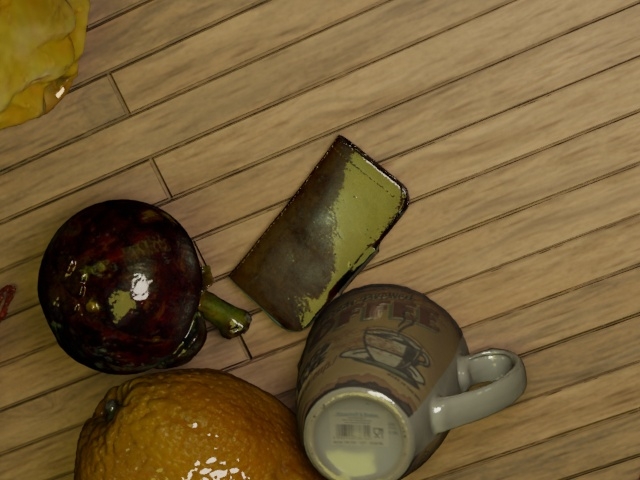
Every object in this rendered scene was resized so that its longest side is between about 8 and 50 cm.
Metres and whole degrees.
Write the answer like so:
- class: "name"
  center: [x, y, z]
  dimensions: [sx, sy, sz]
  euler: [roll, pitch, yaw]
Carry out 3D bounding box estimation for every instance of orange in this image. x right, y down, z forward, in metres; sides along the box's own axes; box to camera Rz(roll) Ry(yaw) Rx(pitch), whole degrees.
- class: "orange"
  center: [-0.151, 0.329, 1.841]
  dimensions: [0.322, 0.322, 0.357]
  euler: [-36, 106, 20]

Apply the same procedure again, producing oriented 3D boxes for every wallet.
- class: "wallet"
  center: [0.000, 0.000, 1.847]
  dimensions: [0.137, 0.031, 0.255]
  euler: [41, 108, 5]

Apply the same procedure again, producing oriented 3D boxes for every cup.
- class: "cup"
  center: [0.108, 0.202, 1.784]
  dimensions: [0.301, 0.257, 0.227]
  euler: [-6, 109, 11]

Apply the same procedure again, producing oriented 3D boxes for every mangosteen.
- class: "mangosteen"
  center: [-0.227, 0.070, 1.854]
  dimensions: [0.289, 0.231, 0.231]
  euler: [18, 117, -39]

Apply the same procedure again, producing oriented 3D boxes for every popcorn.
- class: "popcorn"
  center: [-0.468, -0.284, 1.725]
  dimensions: [0.382, 0.349, 0.348]
  euler: [32, 117, 41]

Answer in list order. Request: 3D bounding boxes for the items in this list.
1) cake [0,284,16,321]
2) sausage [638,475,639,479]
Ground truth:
- class: "cake"
  center: [-0.509, 0.200, 1.959]
  dimensions: [0.262, 0.158, 0.159]
  euler: [-28, 105, 17]
- class: "sausage"
  center: [0.443, 0.284, 1.857]
  dimensions: [0.043, 0.043, 0.186]
  euler: [13, 110, 7]
